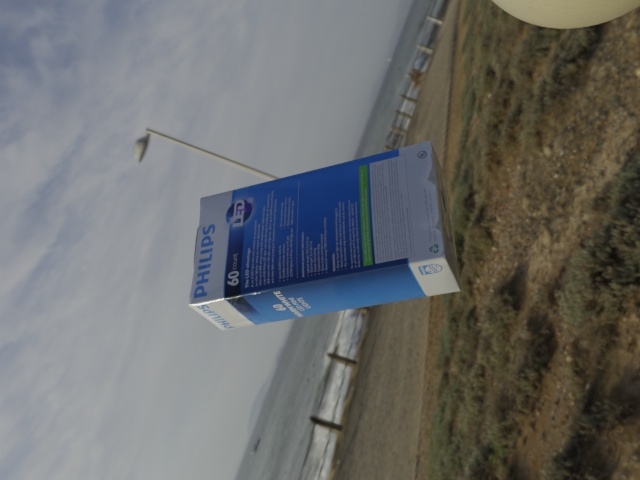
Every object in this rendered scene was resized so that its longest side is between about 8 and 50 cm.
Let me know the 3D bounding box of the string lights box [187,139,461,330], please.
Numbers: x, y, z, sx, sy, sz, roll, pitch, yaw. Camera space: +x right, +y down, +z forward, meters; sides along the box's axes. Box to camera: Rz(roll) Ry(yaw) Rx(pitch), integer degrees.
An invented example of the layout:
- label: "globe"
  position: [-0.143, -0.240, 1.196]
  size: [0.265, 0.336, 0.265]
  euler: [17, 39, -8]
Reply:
- label: "string lights box"
  position: [0.000, 0.000, 0.626]
  size: [0.077, 0.259, 0.133]
  euler: [51, -147, -53]

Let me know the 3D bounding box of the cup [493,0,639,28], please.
- label: "cup"
  position: [0.326, -0.431, 0.757]
  size: [0.237, 0.331, 0.331]
  euler: [-47, -20, -62]
